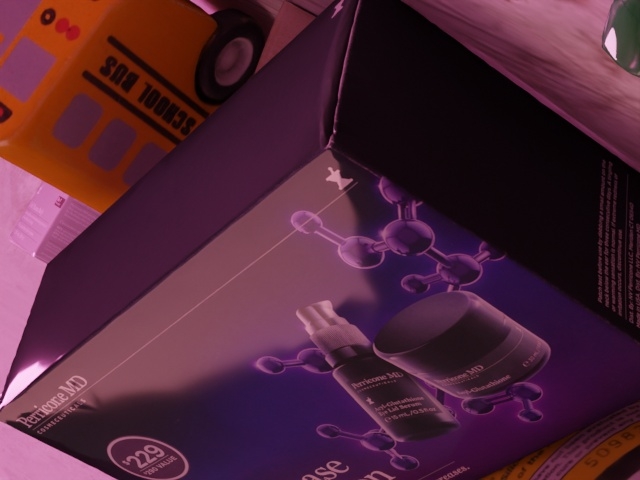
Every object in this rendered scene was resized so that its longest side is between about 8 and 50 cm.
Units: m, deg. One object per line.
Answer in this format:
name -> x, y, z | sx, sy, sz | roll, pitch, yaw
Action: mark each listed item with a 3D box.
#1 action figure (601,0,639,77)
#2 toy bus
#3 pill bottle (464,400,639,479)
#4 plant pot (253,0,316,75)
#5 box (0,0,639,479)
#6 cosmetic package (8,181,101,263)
action figure -> 0.161, 0.009, 0.312 | 0.232, 0.063, 0.137 | 36, -163, -3
toy bus -> -0.081, -0.067, 0.818 | 0.108, 0.130, 0.333 | 34, 179, 28
pill bottle -> 0.125, 0.147, 0.720 | 0.188, 0.188, 0.334 | 32, 177, -22
plant pot -> 0.010, -0.042, 0.724 | 0.109, 0.096, 0.109 | 30, 177, 9
box -> 0.003, 0.032, 0.633 | 0.184, 0.103, 0.261 | 33, 135, -21
cosmetic package -> -0.260, -0.072, 1.704 | 0.107, 0.238, 0.127 | 29, 176, -27
